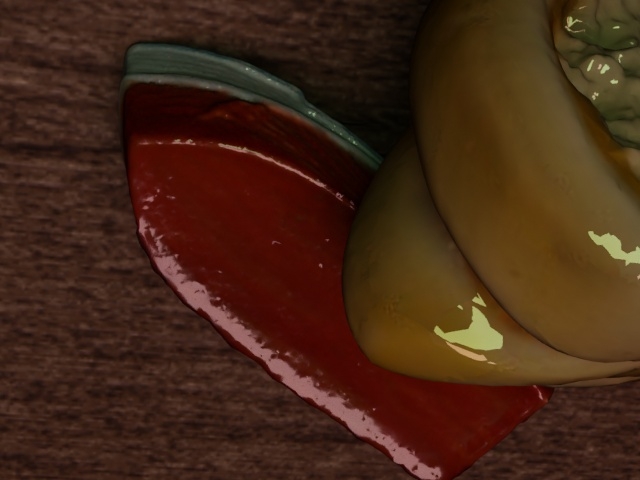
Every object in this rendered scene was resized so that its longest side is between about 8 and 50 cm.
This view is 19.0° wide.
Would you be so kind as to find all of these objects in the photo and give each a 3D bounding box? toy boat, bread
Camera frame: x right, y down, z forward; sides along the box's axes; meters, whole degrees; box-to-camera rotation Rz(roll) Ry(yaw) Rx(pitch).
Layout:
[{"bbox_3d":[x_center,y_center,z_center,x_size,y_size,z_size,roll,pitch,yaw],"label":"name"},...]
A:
[{"bbox_3d":[0.000,0.000,1.187,0.332,0.133,0.145,41,114,-17],"label":"toy boat"},{"bbox_3d":[0.228,-0.025,1.075,0.424,0.329,0.245,-9,129,-38],"label":"bread"}]
